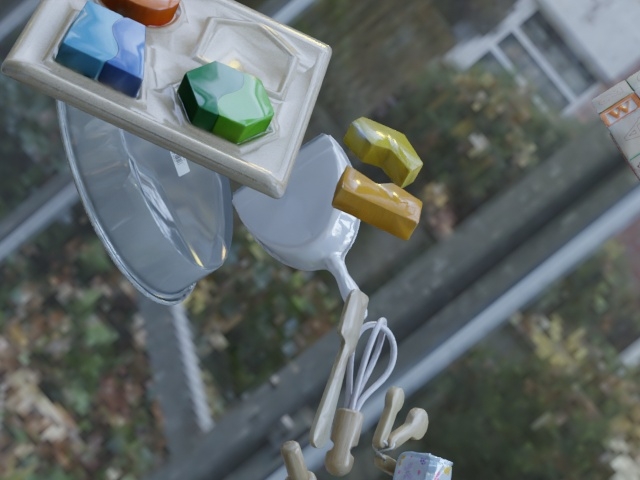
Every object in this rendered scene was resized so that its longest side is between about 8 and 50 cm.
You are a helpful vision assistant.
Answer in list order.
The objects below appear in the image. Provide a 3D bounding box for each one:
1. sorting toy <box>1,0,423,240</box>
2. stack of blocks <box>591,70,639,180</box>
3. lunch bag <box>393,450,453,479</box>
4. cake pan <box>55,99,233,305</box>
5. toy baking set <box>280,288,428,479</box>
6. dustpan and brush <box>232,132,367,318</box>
[{"bbox_3d":[-0.058,-0.118,1.315,0.307,0.041,0.229,24,34,-6],"label":"sorting toy"},{"bbox_3d":[0.452,-0.143,1.856,0.171,0.297,0.087,55,10,-21],"label":"stack of blocks"},{"bbox_3d":[0.089,0.225,1.619,0.053,0.071,0.083,13,-6,1],"label":"lunch bag"},{"bbox_3d":[-0.164,-0.083,1.777,0.293,0.054,0.293,-17,90,-72],"label":"cake pan"},{"bbox_3d":[0.026,0.177,1.610,0.030,0.197,0.256,7,-47,33],"label":"toy baking set"},{"bbox_3d":[0.000,0.000,2.080,0.060,0.147,0.211,39,21,-54],"label":"dustpan and brush"}]
